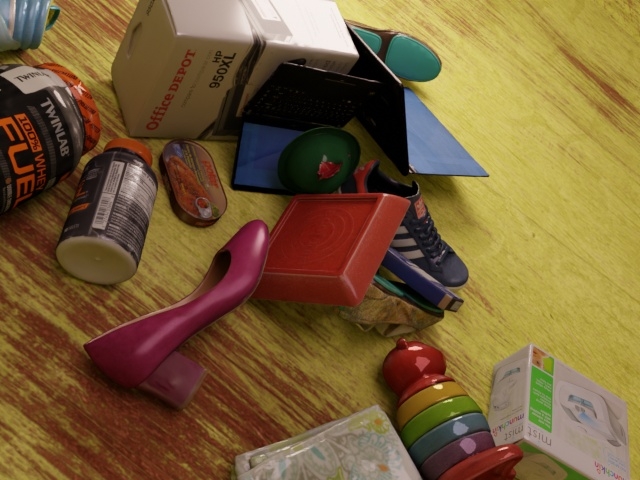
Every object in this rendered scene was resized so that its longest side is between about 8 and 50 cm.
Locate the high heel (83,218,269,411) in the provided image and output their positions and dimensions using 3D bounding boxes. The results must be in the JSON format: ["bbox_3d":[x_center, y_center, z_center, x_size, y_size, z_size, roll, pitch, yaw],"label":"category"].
[{"bbox_3d":[-0.216,0.075,1.214,0.181,0.127,0.377,37,52,-19],"label":"high heel"}]

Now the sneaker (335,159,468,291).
[{"bbox_3d":[0.196,-0.033,1.578,0.350,0.148,0.131,38,45,-4],"label":"sneaker"}]

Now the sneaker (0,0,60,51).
[{"bbox_3d":[-0.610,-0.480,1.395,0.208,0.127,0.319,-9,73,-36],"label":"sneaker"}]

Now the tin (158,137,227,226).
[{"bbox_3d":[-0.244,-0.110,1.422,0.106,0.040,0.189,-5,61,-32],"label":"tin"}]

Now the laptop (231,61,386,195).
[{"bbox_3d":[-0.026,-0.205,1.463,0.234,0.264,0.136,4,66,-32],"label":"laptop"}]

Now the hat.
[{"bbox_3d":[0.018,-0.103,1.441,0.209,0.173,0.183,8,38,-34],"label":"hat"}]

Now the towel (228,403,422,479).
[{"bbox_3d":[0.057,0.464,1.156,0.321,0.090,0.374,-12,66,-38],"label":"towel"}]

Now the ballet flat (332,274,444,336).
[{"bbox_3d":[0.127,0.129,1.420,0.348,0.123,0.123,23,40,-57],"label":"ballet flat"}]

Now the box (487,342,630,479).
[{"bbox_3d":[0.467,0.376,1.473,0.262,0.127,0.231,32,44,-11],"label":"box"}]

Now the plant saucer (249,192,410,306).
[{"bbox_3d":[0.000,0.000,1.339,0.258,0.259,0.047,-60,137,-35],"label":"plant saucer"}]

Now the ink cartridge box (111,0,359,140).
[{"bbox_3d":[-0.172,-0.342,1.466,0.395,0.285,0.166,-3,60,-35],"label":"ink cartridge box"}]

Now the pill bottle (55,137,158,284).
[{"bbox_3d":[-0.347,-0.058,1.248,0.130,0.130,0.245,21,48,-20],"label":"pill bottle"}]

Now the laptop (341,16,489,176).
[{"bbox_3d":[0.191,-0.348,1.698,0.236,0.408,0.382,-26,54,-10],"label":"laptop"}]

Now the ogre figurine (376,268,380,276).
[{"bbox_3d":[0.038,0.019,1.465,0.118,0.097,0.197,-35,121,-41],"label":"ogre figurine"}]

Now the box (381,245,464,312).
[{"bbox_3d":[0.174,0.061,1.470,0.225,0.036,0.136,39,7,21],"label":"box"}]

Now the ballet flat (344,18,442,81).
[{"bbox_3d":[0.152,-0.504,1.940,0.342,0.116,0.124,9,26,-20],"label":"ballet flat"}]

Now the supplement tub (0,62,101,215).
[{"bbox_3d":[-0.518,-0.143,1.143,0.207,0.207,0.338,44,45,2],"label":"supplement tub"}]

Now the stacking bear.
[{"bbox_3d":[0.210,0.308,1.332,0.164,0.175,0.289,-22,57,-8],"label":"stacking bear"}]
